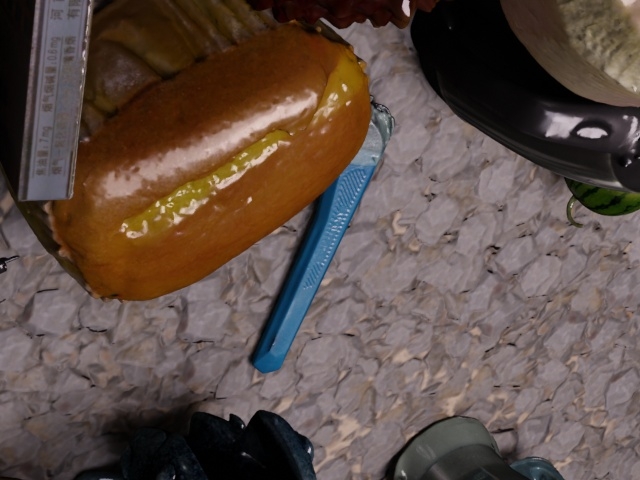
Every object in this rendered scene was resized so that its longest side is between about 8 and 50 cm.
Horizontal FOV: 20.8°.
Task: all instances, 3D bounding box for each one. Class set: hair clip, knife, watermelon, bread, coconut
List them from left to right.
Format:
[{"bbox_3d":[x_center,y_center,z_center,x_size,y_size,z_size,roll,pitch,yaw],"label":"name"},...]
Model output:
[{"bbox_3d":[-0.099,-0.083,1.356,0.288,0.156,0.204,-33,136,-12],"label":"bread"},{"bbox_3d":[-0.103,0.280,1.583,0.194,0.206,0.310,-14,123,-33],"label":"hair clip"},{"bbox_3d":[-0.001,-0.001,1.574,0.044,0.026,0.296,8,119,-35],"label":"knife"},{"bbox_3d":[0.277,-0.070,1.667,0.109,0.109,0.109,-18,130,-23],"label":"watermelon"},{"bbox_3d":[0.242,-0.215,1.250,0.239,0.244,0.239,-1,98,-10],"label":"coconut"}]

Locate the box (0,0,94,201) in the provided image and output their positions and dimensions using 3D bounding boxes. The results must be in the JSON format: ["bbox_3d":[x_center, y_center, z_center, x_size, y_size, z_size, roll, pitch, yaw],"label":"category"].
[{"bbox_3d":[-0.193,-0.210,1.180,0.047,0.180,0.325,-3,123,-23],"label":"box"}]

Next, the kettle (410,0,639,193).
[{"bbox_3d":[0.225,-0.148,1.448,0.207,0.271,0.251,-45,136,2],"label":"kettle"}]

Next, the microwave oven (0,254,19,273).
[{"bbox_3d":[-0.334,-0.051,1.226,0.194,0.145,0.240,-19,130,-25],"label":"microwave oven"}]

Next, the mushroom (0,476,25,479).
[{"bbox_3d":[-0.334,0.350,1.482,0.345,0.239,0.345,-6,101,-33],"label":"mushroom"}]

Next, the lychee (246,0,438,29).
[{"bbox_3d":[0.001,-0.297,1.176,0.306,0.306,0.330,-29,162,-14],"label":"lychee"}]

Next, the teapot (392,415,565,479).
[{"bbox_3d":[0.194,0.295,1.782,0.203,0.225,0.171,-8,127,-31],"label":"teapot"}]
